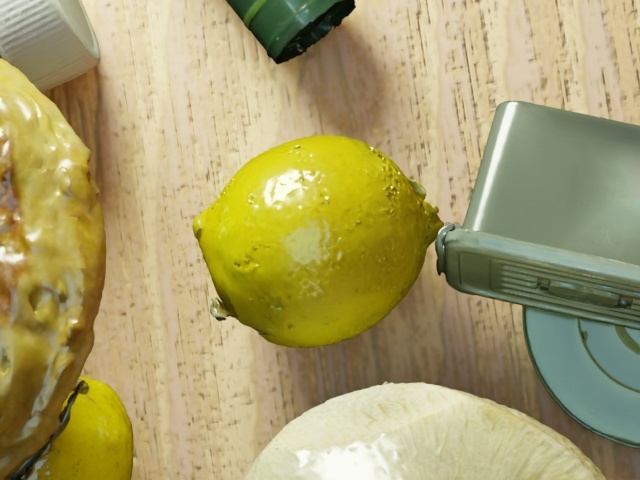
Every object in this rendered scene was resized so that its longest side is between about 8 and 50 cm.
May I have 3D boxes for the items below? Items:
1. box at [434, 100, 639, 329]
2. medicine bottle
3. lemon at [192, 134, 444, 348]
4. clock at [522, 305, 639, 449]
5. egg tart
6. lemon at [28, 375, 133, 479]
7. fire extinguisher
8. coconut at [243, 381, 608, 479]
[{"bbox_3d":[0.223,-0.016,1.465,0.243,0.163,0.135,11,76,9],"label":"box"},{"bbox_3d":[-0.341,-0.159,1.556,0.273,0.165,0.165,-27,83,4],"label":"medicine bottle"},{"bbox_3d":[0.000,0.000,1.502,0.206,0.173,0.173,-16,84,-9],"label":"lemon"},{"bbox_3d":[0.287,0.060,1.535,0.235,0.029,0.235,0,86,6],"label":"clock"},{"bbox_3d":[-0.351,0.043,1.412,0.443,0.178,0.443,-4,76,18],"label":"egg tart"},{"bbox_3d":[-0.251,0.199,1.522,0.170,0.170,0.207,40,97,8],"label":"lemon"},{"bbox_3d":[-0.092,-0.291,1.576,0.118,0.093,0.294,-35,82,-23],"label":"fire extinguisher"},{"bbox_3d":[0.077,0.282,1.379,0.346,0.360,0.346,-1,84,7],"label":"coconut"}]
